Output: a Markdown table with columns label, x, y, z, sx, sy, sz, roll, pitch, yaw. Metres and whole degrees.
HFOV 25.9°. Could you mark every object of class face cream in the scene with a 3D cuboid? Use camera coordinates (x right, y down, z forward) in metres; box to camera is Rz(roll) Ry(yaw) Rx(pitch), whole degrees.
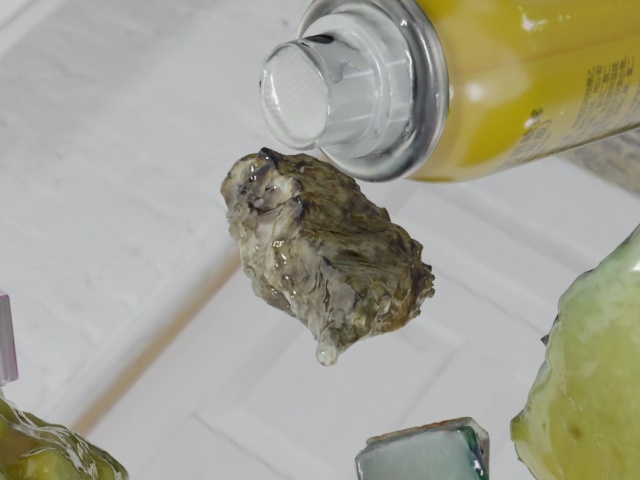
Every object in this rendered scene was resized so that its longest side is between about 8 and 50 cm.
| label | x | y | z | sx | sy | sz | roll | pitch | yaw |
| --- | --- | --- | --- | --- | --- | --- | --- | --- | --- |
| face cream | 0.115 | -0.095 | 0.647 | 0.105 | 0.349 | 0.105 | 21 | 119 | 43 |

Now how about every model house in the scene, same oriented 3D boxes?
| label | x | y | z | sx | sy | sz | roll | pitch | yaw |
| --- | --- | --- | --- | --- | --- | --- | --- | --- | --- |
| model house | 0.083 | 0.177 | 0.966 | 0.088 | 0.100 | 0.100 | -17 | 87 | 13 |

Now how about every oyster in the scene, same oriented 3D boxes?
| label | x | y | z | sx | sy | sz | roll | pitch | yaw |
| --- | --- | --- | --- | --- | --- | --- | --- | --- | --- |
| oyster | 0.028 | 0.004 | 1.497 | 0.396 | 0.204 | 0.111 | -122 | 32 | -51 |

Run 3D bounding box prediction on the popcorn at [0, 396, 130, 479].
| label | x | y | z | sx | sy | sz | roll | pitch | yaw |
| --- | --- | --- | --- | --- | --- | --- | --- | --- | --- |
| popcorn | -0.200 | 0.224 | 0.641 | 0.292 | 0.293 | 0.334 | 4 | 102 | 11 |

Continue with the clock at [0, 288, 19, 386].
| label | x | y | z | sx | sy | sz | roll | pitch | yaw |
| --- | --- | --- | --- | --- | --- | --- | --- | --- | --- |
| clock | -0.312 | 0.077 | 0.950 | 0.150 | 0.197 | 0.063 | -177 | 79 | -73 |

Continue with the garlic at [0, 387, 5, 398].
| label | x | y | z | sx | sy | sz | roll | pitch | yaw |
| --- | --- | --- | --- | --- | --- | --- | --- | --- | --- |
| garlic | -0.449 | 0.212 | 1.319 | 0.281 | 0.185 | 0.203 | -38 | 88 | 23 |

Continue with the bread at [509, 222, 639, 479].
| label | x | y | z | sx | sy | sz | roll | pitch | yaw |
| --- | --- | --- | --- | --- | --- | --- | --- | --- | --- |
| bread | 0.303 | 0.131 | 0.573 | 0.395 | 0.264 | 0.239 | -1 | 134 | -11 |
